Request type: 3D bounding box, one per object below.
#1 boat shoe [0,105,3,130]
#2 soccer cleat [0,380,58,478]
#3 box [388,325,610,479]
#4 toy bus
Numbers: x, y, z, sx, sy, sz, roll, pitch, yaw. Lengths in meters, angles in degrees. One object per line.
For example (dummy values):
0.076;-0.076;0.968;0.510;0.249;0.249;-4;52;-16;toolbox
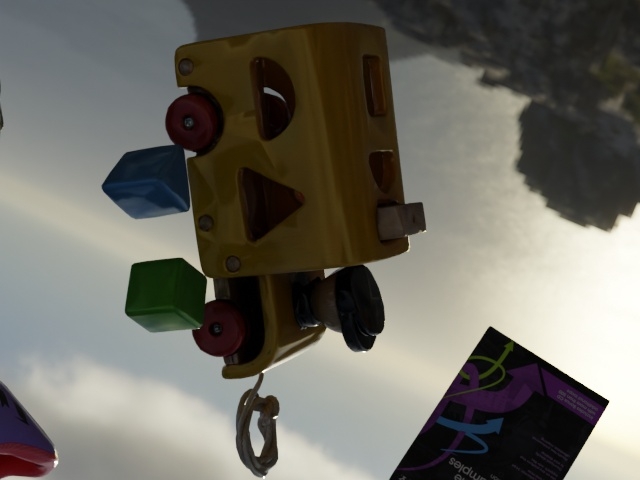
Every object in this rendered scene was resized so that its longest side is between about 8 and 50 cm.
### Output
-0.178;-0.075;0.632;0.070;0.219;0.077;-23;157;38;boat shoe
-0.242;0.175;0.589;0.116;0.318;0.108;34;151;0;soccer cleat
0.140;0.162;1.089;0.116;0.162;0.029;32;158;10;box
-0.004;-0.011;0.676;0.104;0.191;0.202;-6;139;22;toy bus
